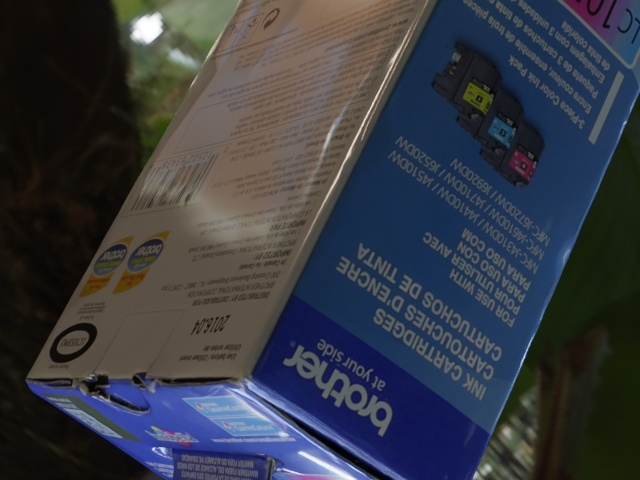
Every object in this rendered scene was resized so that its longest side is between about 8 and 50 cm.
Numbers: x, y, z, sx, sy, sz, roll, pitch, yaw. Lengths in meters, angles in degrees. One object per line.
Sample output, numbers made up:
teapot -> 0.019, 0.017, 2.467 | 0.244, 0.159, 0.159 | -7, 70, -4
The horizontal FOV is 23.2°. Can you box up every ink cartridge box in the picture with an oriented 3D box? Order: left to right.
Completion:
ink cartridge box -> 0.000, 0.000, 0.868 | 0.270, 0.151, 0.395 | -9, -132, 58
